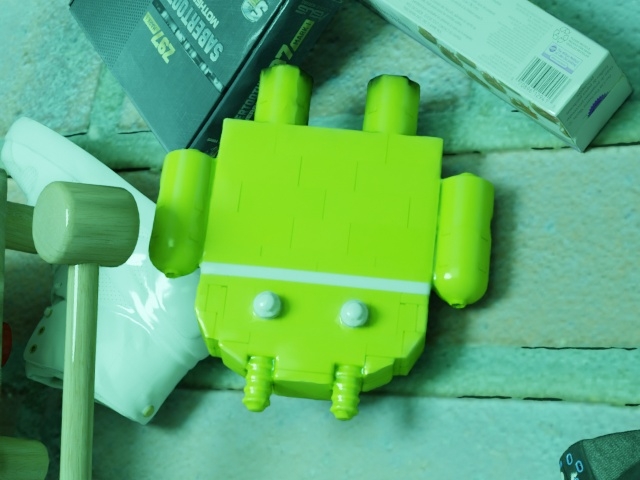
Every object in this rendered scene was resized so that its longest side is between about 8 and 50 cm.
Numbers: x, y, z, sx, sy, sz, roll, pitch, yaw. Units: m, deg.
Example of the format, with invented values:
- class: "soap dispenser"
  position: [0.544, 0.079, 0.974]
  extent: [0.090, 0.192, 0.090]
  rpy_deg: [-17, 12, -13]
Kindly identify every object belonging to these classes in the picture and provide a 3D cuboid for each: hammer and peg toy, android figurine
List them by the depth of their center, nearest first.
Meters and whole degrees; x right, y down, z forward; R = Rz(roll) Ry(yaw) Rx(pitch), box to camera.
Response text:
- class: "android figurine"
  position: [0.000, 0.000, 1.167]
  extent: [0.248, 0.056, 0.272]
  rpy_deg: [7, 66, 4]
- class: "hammer and peg toy"
  position: [-0.280, 0.085, 1.189]
  extent: [0.361, 0.127, 0.265]
  rpy_deg: [-22, 63, 49]

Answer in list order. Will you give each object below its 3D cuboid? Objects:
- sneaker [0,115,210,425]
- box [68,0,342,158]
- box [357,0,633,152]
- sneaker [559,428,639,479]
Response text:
- class: "sneaker"
  position: [-0.200, 0.026, 1.276]
  extent: [0.292, 0.108, 0.169]
  rpy_deg: [36, 84, 35]
- class: "box"
  position: [-0.103, -0.195, 1.324]
  extent: [0.183, 0.059, 0.232]
  rpy_deg: [-54, 50, 24]
- class: "box"
  position: [0.099, -0.180, 1.235]
  extent: [0.067, 0.063, 0.324]
  rpy_deg: [-50, 54, -2]
- class: "sneaker"
  position: [0.160, 0.201, 1.016]
  extent: [0.217, 0.079, 0.121]
  rpy_deg: [-31, 52, 3]
